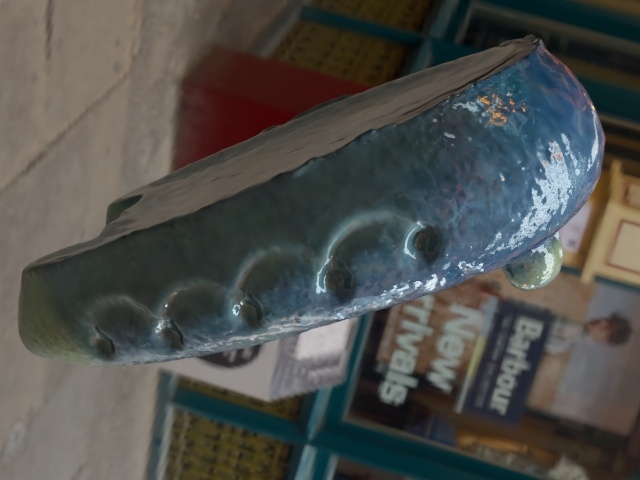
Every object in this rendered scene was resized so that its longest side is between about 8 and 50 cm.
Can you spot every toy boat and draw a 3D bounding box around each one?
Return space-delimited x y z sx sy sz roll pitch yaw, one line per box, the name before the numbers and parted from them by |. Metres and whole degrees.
toy boat | 0.000 0.000 0.678 0.123 0.330 0.215 66 19 -11
